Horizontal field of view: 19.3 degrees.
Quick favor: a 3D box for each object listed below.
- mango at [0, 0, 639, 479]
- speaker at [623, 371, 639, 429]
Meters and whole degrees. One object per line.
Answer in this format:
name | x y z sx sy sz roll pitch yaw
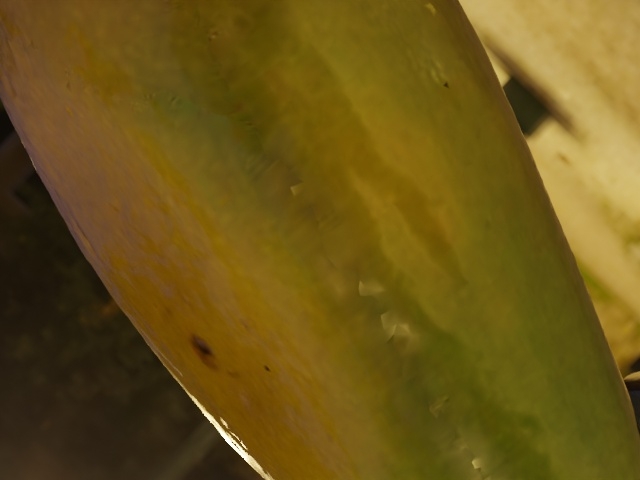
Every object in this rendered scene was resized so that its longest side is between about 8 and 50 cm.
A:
mango | -0.004 -0.002 0.466 0.137 0.091 0.237 2 121 59
speaker | 0.230 0.150 0.869 0.192 0.153 0.231 21 171 -9
